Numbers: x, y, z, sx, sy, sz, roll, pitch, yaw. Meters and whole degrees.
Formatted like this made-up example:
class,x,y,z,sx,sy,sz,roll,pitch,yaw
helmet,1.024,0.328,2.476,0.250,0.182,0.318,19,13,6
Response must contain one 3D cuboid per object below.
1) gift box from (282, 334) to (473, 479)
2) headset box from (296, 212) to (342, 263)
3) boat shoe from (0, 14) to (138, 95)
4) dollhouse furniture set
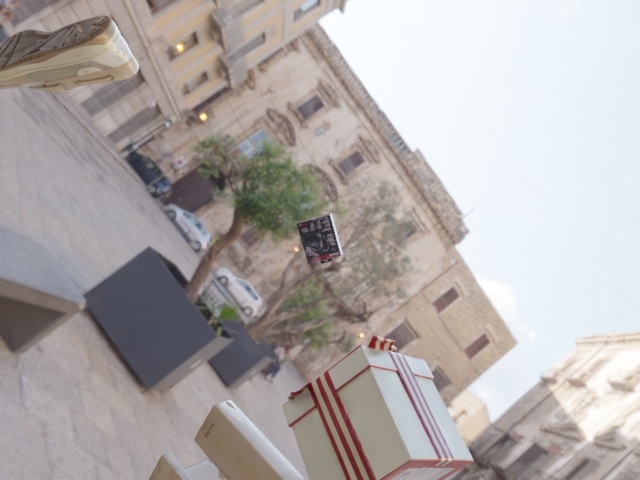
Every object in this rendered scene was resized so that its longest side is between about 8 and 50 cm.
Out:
class,x,y,z,sx,sy,sz,roll,pitch,yaw
gift box,0.095,0.340,1.079,0.276,0.255,0.258,30,27,-46
headset box,0.000,0.000,1.005,0.032,0.062,0.083,-61,135,-76
boat shoe,-0.439,-0.283,0.937,0.098,0.302,0.109,60,33,-48
dollhouse furniture set,-0.080,0.252,0.625,0.144,0.151,0.123,38,17,27
